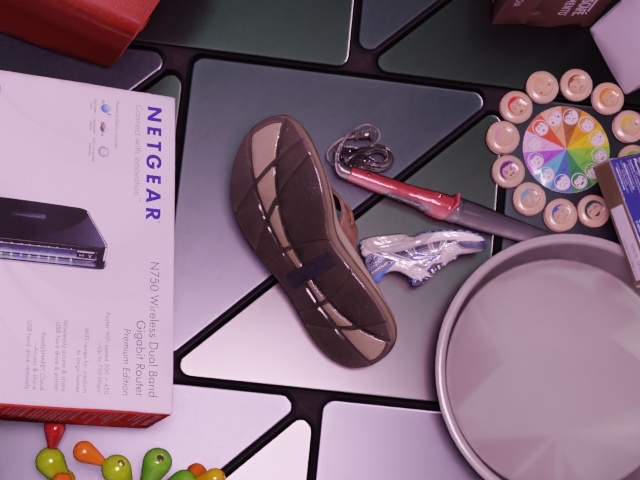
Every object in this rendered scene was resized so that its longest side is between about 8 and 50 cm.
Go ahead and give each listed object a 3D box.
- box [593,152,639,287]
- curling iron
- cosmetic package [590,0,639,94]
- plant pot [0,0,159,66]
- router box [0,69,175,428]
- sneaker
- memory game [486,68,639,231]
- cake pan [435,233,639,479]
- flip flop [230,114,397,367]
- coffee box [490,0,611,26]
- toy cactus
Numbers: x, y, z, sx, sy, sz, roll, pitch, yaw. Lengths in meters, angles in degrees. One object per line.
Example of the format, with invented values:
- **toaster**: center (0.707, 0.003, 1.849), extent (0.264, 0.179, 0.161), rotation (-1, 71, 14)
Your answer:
- **box**: center (0.405, -0.038, 1.543), extent (0.225, 0.036, 0.136), rotation (-13, 79, -30)
- **curling iron**: center (0.136, -0.050, 1.541), extent (0.274, 0.035, 0.068), rotation (25, 78, -1)
- **cosmetic package**: center (0.500, -0.303, 1.503), extent (0.377, 0.284, 0.097), rotation (-27, 83, -10)
- **plant pot**: center (-0.248, -0.327, 1.450), extent (0.235, 0.267, 0.267), rotation (34, 78, -12)
- **router box**: center (-0.295, 0.004, 1.394), extent (0.301, 0.082, 0.336), rotation (6, 70, -24)
- **sneaker**: center (0.110, 0.019, 1.524), extent (0.135, 0.052, 0.058), rotation (-5, 90, 0)
- **memory game**: center (0.273, -0.101, 1.578), extent (0.186, 0.012, 0.186), rotation (1, 80, -6)
- **cake pan**: center (0.260, 0.141, 1.511), extent (0.293, 0.054, 0.293), rotation (1, 79, -6)
- **flip flop**: center (0.000, 0.000, 1.495), extent (0.112, 0.080, 0.277), rotation (-26, 98, 28)
- **coffee box**: center (0.250, -0.397, 1.552), extent (0.118, 0.168, 0.297), rotation (0, 80, -6)
- **toy cactus**: center (-0.195, 0.281, 1.424), extent (0.219, 0.112, 0.181), rotation (23, 97, -4)
